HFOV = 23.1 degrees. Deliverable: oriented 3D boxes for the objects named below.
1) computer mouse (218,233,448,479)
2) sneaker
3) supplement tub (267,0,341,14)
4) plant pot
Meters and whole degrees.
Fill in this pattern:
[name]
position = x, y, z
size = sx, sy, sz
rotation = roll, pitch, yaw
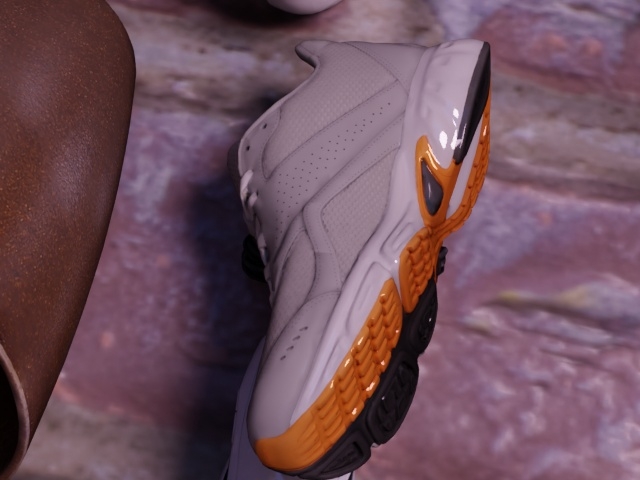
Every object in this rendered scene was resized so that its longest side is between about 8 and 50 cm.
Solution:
[computer mouse]
position = -0.003, 0.074, 0.780
size = 0.106, 0.042, 0.193
rotation = 11, 62, 3
[sneaker]
position = 0.000, 0.000, 0.761
size = 0.121, 0.099, 0.262
rotation = 10, 49, 17
[supplement tub]
position = -0.050, -0.235, 0.884
size = 0.200, 0.144, 0.144
rotation = 36, 67, 15
[plant pot]
position = -0.186, -0.031, 0.757
size = 0.215, 0.215, 0.230
rotation = 19, 48, 8
